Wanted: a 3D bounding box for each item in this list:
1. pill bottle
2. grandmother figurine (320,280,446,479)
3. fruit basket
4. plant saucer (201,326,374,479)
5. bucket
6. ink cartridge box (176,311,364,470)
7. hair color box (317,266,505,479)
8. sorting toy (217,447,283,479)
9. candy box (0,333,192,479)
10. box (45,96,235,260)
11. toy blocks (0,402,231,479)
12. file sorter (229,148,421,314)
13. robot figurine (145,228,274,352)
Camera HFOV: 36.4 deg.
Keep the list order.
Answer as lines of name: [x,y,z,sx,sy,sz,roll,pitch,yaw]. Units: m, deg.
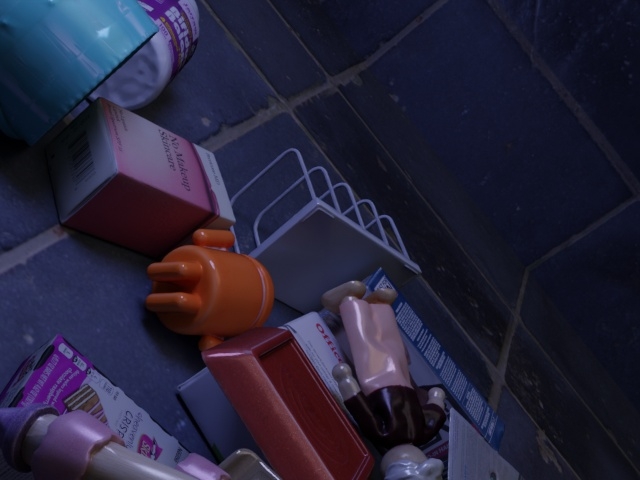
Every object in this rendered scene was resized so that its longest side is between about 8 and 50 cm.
pill bottle: [-0.299,-0.343,1.641,0.169,0.169,0.301,46,25,-16]
grandmother figurine: [0.101,0.228,1.402,0.207,0.104,0.342,8,50,-27]
fruit basket: [0.239,0.464,1.431,0.353,0.165,0.327,41,45,-42]
plant saucer: [-0.021,0.214,1.166,0.258,0.047,0.259,56,10,5]
bucket: [-0.365,-0.270,1.302,0.183,0.281,0.281,48,24,-14]
ink cartridge box: [-0.047,0.231,1.373,0.198,0.114,0.273,57,23,7]
hair color box: [0.132,0.239,1.623,0.347,0.174,0.105,52,25,-2]
sorting toy: [-0.109,0.376,0.944,0.229,0.307,0.041,39,-26,27]
candy box: [-0.246,0.235,1.052,0.233,0.071,0.159,47,25,-17]
box: [-0.257,-0.079,1.403,0.232,0.127,0.149,24,36,-48]
toy blocks: [-0.220,0.299,0.800,0.260,0.309,0.288,17,-15,23]
file sorter: [0.000,0.000,1.696,0.277,0.193,0.173,33,27,-39]
robot figurine: [-0.151,0.077,1.386,0.219,0.128,0.158,12,38,-56]
